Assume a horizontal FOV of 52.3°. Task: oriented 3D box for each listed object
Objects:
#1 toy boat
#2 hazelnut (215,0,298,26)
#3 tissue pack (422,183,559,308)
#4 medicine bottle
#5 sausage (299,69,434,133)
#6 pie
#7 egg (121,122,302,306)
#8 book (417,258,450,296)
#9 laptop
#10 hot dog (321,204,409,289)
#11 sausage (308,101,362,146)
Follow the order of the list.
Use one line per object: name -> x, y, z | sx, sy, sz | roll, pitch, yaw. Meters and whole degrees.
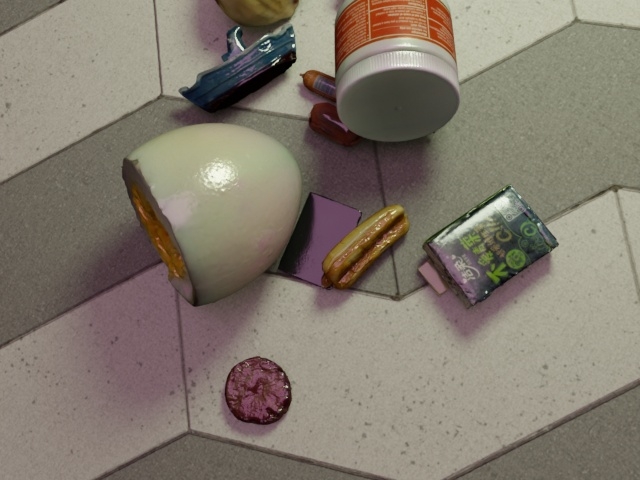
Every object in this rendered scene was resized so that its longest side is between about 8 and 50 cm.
toy boat -> -0.194, -0.416, 1.525 | 0.309, 0.129, 0.142 | -31, 87, 2
hazelnut -> -0.142, -0.625, 1.524 | 0.261, 0.241, 0.261 | -20, 47, 23
tissue pack -> 0.359, 0.011, 1.383 | 0.235, 0.073, 0.173 | -34, 76, -6
medicine bottle -> 0.154, -0.372, 1.359 | 0.252, 0.252, 0.241 | -3, 64, 7
sausage -> 0.104, -0.316, 1.503 | 0.347, 0.053, 0.053 | 26, 84, 12
pie -> -0.136, 0.329, 1.419 | 0.154, 0.036, 0.155 | -1, 79, 7
egg -> -0.192, -0.083, 1.366 | 0.339, 0.354, 0.355 | -27, 76, -21
book -> 0.278, 0.059, 1.425 | 0.111, 0.014, 0.077 | -37, 76, -2
laptop -> 0.000, 0.000, 1.477 | 0.135, 0.016, 0.197 | 22, 84, 10
hot dog -> 0.087, 0.012, 1.423 | 0.249, 0.102, 0.076 | -43, 45, -6
sausage -> 0.037, -0.265, 1.494 | 0.141, 0.076, 0.076 | 27, 84, 14
